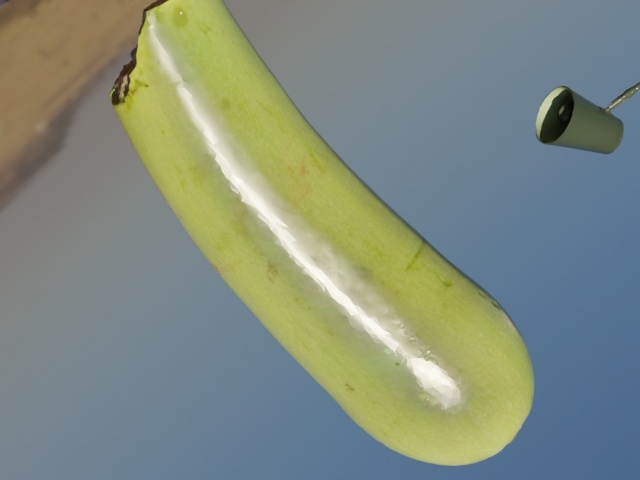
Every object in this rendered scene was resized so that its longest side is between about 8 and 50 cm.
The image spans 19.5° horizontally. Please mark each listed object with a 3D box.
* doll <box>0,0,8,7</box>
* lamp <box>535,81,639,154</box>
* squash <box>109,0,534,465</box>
[{"bbox_3d":[-0.171,0.025,0.408,0.209,0.340,0.318,3,165,-26],"label":"doll"},{"bbox_3d":[0.168,-0.089,0.968,0.121,0.054,0.041,-52,-146,31],"label":"lamp"},{"bbox_3d":[0.000,0.000,0.797,0.083,0.250,0.083,-38,-166,11],"label":"squash"}]
